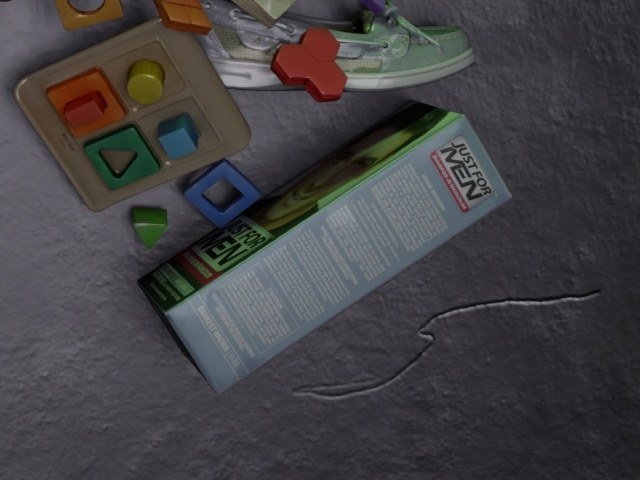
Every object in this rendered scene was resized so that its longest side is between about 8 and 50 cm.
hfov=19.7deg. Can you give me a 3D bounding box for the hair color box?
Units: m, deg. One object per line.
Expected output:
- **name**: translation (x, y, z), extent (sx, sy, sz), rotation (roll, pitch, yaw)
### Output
- **hair color box**: translation (0.000, 0.000, 1.981), extent (0.374, 0.185, 0.113), rotation (-33, 106, -7)

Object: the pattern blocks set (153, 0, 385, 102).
- **pattern blocks set**: translation (-0.076, -0.314, 1.909), extent (0.325, 0.026, 0.285), rotation (30, 58, -9)

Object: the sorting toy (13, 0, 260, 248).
- **sorting toy**: translation (-0.195, -0.127, 1.916), extent (0.196, 0.047, 0.347), rotation (-24, 123, 11)

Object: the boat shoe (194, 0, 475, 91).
- **boat shoe**: translation (0.011, -0.218, 1.984), extent (0.321, 0.118, 0.103), rotation (-1, 104, -8)
